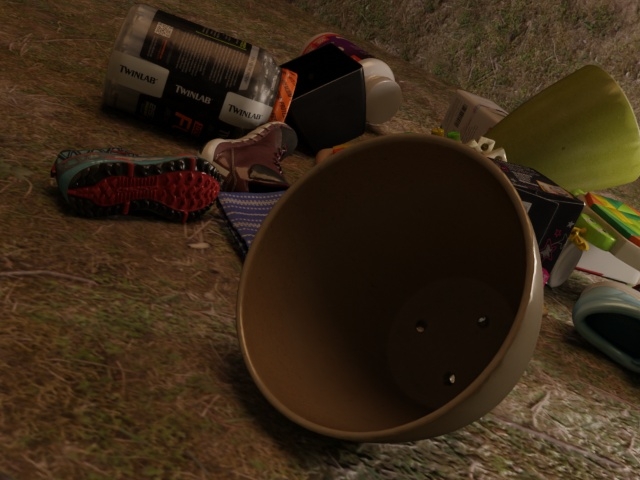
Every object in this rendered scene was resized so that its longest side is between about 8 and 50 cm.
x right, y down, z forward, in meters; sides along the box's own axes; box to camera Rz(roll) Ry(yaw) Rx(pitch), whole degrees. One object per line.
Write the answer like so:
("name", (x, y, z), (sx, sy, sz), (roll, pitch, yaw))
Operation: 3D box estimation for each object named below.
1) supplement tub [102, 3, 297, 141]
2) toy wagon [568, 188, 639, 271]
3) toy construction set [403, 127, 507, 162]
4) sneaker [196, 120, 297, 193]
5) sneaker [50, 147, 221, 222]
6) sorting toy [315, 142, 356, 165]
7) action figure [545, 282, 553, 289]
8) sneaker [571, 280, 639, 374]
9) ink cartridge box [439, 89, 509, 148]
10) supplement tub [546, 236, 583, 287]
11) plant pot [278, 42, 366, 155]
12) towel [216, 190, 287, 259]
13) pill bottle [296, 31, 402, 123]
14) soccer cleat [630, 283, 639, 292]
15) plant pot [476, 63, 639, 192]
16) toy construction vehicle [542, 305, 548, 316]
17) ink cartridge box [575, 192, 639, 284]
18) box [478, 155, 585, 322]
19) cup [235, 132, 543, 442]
("supplement tub", (-0.229, -0.303, 1.700), (0.338, 0.207, 0.207), (19, 20, -9))
("toy wagon", (0.582, -0.004, 1.693), (0.344, 0.068, 0.267), (9, 31, -45))
("toy construction set", (0.257, -0.151, 1.865), (0.215, 0.151, 0.328), (-6, 11, -11))
("sneaker", (-0.088, -0.116, 1.549), (0.162, 0.106, 0.281), (35, 33, 19))
("sneaker", (-0.265, -0.100, 1.289), (0.262, 0.104, 0.125), (3, 26, -44))
("sorting toy", (0.090, -0.161, 1.766), (0.208, 0.038, 0.193), (-8, 25, 3))
("action figure", (0.319, 0.010, 1.622), (0.137, 0.063, 0.232), (13, 38, -31))
("sneaker", (0.574, 0.190, 1.424), (0.366, 0.135, 0.150), (22, 25, 26))
("ink cartridge box", (0.391, -0.227, 2.172), (0.117, 0.201, 0.278), (15, 21, -21))
("supplement tub", (0.406, 0.000, 1.729), (0.190, 0.117, 0.117), (35, 23, 31))
("plant pot", (-0.003, -0.299, 1.934), (0.187, 0.167, 0.188), (-26, 36, -8))
("towel", (0.000, 0.000, 1.298), (0.243, 0.040, 0.336), (-6, 32, -21))
("pill bottle", (0.079, -0.438, 2.416), (0.182, 0.181, 0.323), (6, 25, -39))
("soccer cleat", (0.611, 0.117, 1.707), (0.095, 0.083, 0.248), (25, 22, 19))
("plant pot", (0.496, -0.201, 1.923), (0.294, 0.274, 0.275), (-22, 30, -4))
("toy construction vehicle", (0.326, 0.098, 1.473), (0.086, 0.035, 0.098), (-8, 54, -38))
("ink cartridge box", (0.596, -0.028, 2.006), (0.197, 0.114, 0.273), (15, 21, -18))
("box", (0.251, 0.009, 1.342), (0.163, 0.247, 0.142), (10, 21, -31))
("cup", (0.106, 0.082, 0.982), (0.331, 0.331, 0.237), (39, -1, 38))
